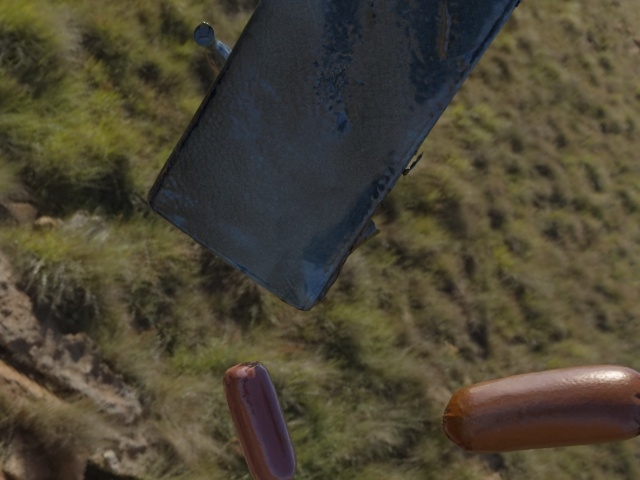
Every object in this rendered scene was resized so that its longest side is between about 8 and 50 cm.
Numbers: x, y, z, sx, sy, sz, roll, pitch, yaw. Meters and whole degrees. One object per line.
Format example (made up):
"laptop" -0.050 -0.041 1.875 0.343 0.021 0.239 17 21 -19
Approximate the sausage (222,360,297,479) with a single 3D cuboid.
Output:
"sausage" -0.072 0.222 0.991 0.062 0.062 0.154 -25 100 -57

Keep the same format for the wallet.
"wallet" 0.009 -0.128 0.692 0.190 0.379 0.046 35 21 4

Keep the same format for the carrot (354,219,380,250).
"carrot" 0.000 0.000 1.049 0.173 0.082 0.082 -37 89 -25

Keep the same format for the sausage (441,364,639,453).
"sausage" 0.216 0.166 0.801 0.076 0.197 0.076 -12 90 -72

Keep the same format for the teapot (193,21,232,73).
"teapot" -0.156 -0.280 1.204 0.043 0.043 0.110 62 5 14
